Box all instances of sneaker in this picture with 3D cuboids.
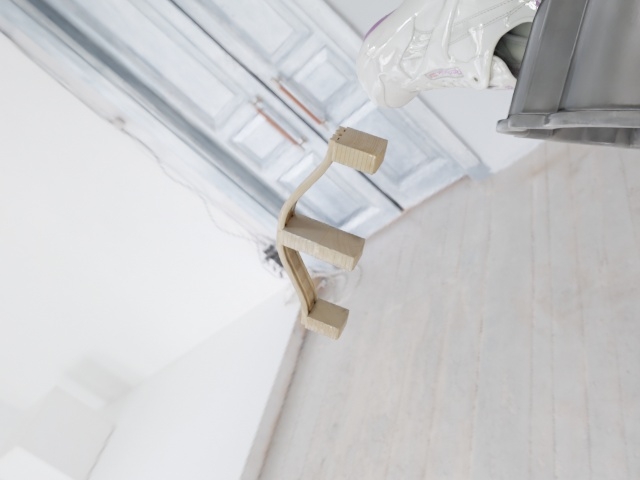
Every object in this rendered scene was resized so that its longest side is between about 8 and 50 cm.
[{"bbox_3d":[0.134,-0.193,0.686,0.114,0.152,0.305,-29,-5,-23],"label":"sneaker"}]

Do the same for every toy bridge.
[{"bbox_3d":[0.000,0.000,0.486,0.026,0.063,0.188,-57,-17,-45],"label":"toy bridge"}]

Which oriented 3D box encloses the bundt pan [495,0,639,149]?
[{"bbox_3d":[0.278,-0.114,0.397,0.331,0.330,0.124,-151,64,-71],"label":"bundt pan"}]
